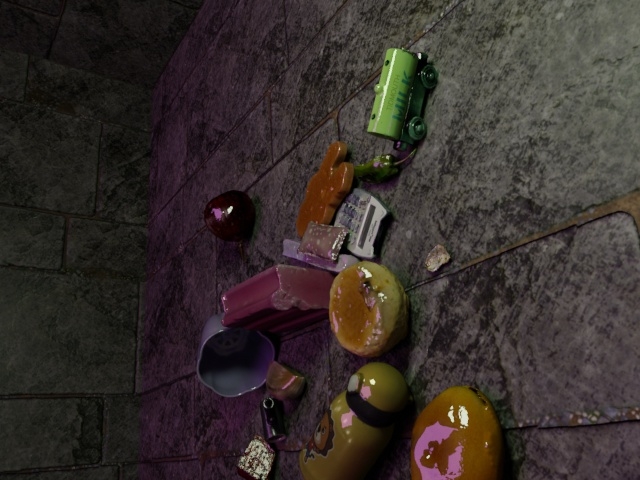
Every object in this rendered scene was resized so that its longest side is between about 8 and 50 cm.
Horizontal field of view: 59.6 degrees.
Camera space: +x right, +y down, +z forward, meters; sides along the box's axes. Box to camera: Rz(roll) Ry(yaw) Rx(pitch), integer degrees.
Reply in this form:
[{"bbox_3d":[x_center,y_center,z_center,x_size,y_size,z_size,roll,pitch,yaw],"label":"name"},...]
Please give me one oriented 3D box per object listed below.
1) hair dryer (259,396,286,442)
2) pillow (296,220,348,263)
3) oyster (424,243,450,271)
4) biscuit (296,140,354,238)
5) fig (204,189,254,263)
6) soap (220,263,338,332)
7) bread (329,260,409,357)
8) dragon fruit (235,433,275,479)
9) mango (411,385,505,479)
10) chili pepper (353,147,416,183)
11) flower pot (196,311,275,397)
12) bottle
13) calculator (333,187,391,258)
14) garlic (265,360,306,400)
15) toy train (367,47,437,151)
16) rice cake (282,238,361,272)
[{"bbox_3d":[-0.153,0.518,1.719,0.255,0.070,0.128,91,167,-52],"label":"hair dryer"},{"bbox_3d":[0.000,0.000,1.617,0.185,0.043,0.118,9,71,51],"label":"pillow"},{"bbox_3d":[0.272,0.044,1.311,0.083,0.019,0.054,-46,48,39],"label":"oyster"},{"bbox_3d":[0.013,-0.139,1.721,0.334,0.047,0.202,-58,32,36],"label":"biscuit"},{"bbox_3d":[-0.336,-0.063,2.141,0.203,0.186,0.249,-37,58,24],"label":"fig"},{"bbox_3d":[-0.122,0.187,1.689,0.359,0.233,0.128,-28,57,51],"label":"soap"},{"bbox_3d":[0.127,0.171,1.402,0.244,0.134,0.244,-18,68,51],"label":"bread"},{"bbox_3d":[-0.202,0.734,1.830,0.127,0.120,0.161,31,145,14],"label":"dragon fruit"},{"bbox_3d":[0.283,0.407,1.104,0.166,0.136,0.236,-17,63,39],"label":"mango"},{"bbox_3d":[0.160,-0.195,1.494,0.204,0.072,0.073,-12,70,56],"label":"chili pepper"},{"bbox_3d":[-0.314,0.368,1.937,0.243,0.265,0.265,38,114,64],"label":"flower pot"},{"bbox_3d":[0.089,0.446,1.355,0.351,0.171,0.171,-64,36,23],"label":"bottle"},{"bbox_3d":[0.107,-0.053,1.572,0.268,0.040,0.177,36,112,55],"label":"calculator"},{"bbox_3d":[-0.117,0.449,1.758,0.195,0.087,0.101,8,75,61],"label":"garlic"},{"bbox_3d":[0.198,-0.358,1.399,0.105,0.157,0.253,19,96,54],"label":"toy train"},{"bbox_3d":[-0.007,0.049,1.697,0.399,0.070,0.064,14,90,57],"label":"rice cake"}]
